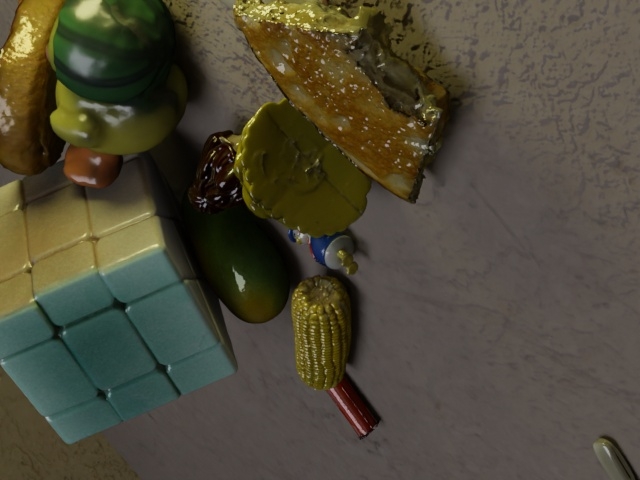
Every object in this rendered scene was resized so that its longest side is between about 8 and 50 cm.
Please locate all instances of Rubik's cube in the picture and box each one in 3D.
[{"bbox_3d":[-0.353,0.074,1.981,0.319,0.315,0.322,-111,-5,-48],"label":"Rubik's cube"}]

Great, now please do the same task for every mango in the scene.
[{"bbox_3d":[-0.142,0.019,1.959,0.251,0.114,0.156,53,164,-6],"label":"mango"}]

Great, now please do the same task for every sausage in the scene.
[{"bbox_3d":[0.040,0.262,2.065,0.145,0.050,0.048,55,148,-6],"label":"sausage"}]

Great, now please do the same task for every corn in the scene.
[{"bbox_3d":[0.003,0.148,1.927,0.093,0.093,0.244,36,153,26],"label":"corn"}]

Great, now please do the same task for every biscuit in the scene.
[{"bbox_3d":[-0.427,-0.244,1.910,0.101,0.296,0.296,12,149,-2],"label":"biscuit"}]

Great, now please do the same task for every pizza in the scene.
[{"bbox_3d":[0.047,-0.181,1.413,0.323,0.089,0.223,45,154,-15],"label":"pizza"}]

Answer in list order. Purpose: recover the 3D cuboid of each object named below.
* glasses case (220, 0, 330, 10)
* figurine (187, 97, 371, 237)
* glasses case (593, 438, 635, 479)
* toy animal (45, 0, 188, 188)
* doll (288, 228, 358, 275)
[{"bbox_3d":[-0.066,-0.298,1.502,0.204,0.051,0.081,34,146,26],"label":"glasses case"},{"bbox_3d":[-0.079,-0.105,1.700,0.187,0.168,0.315,17,177,-25],"label":"figurine"},{"bbox_3d":[0.382,0.292,1.601,0.083,0.021,0.032,57,152,-13],"label":"glasses case"},{"bbox_3d":[-0.287,-0.233,1.790,0.191,0.216,0.338,17,143,5],"label":"toy animal"},{"bbox_3d":[0.000,0.000,1.786,0.143,0.057,0.099,37,166,36],"label":"doll"}]
